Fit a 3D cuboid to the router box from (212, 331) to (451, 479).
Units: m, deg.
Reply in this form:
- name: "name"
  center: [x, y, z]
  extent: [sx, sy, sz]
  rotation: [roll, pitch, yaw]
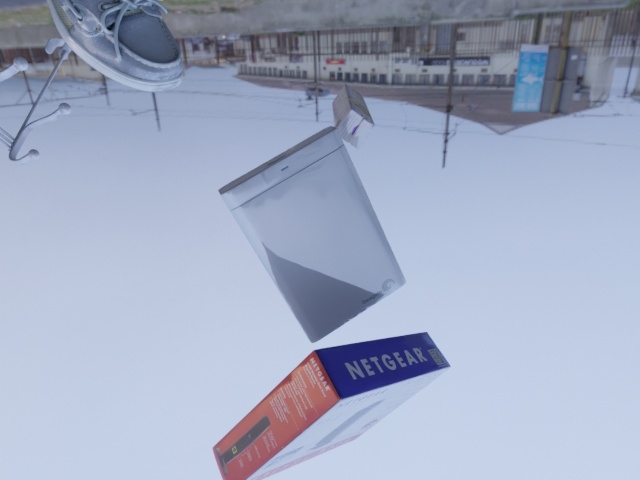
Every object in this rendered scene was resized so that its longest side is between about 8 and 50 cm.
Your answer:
- name: "router box"
  center: [0.028, 0.291, 0.817]
  extent: [0.335, 0.301, 0.082]
  rotation: [5, -136, -48]

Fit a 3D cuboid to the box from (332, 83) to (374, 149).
- name: "box"
  center: [0.070, -0.296, 1.073]
  extent: [0.063, 0.067, 0.324]
  rotation: [31, -158, -15]

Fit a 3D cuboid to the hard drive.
- name: "hard drive"
  center: [0.000, 0.000, 0.871]
  extent: [0.233, 0.353, 0.047]
  rotation: [-32, -154, -8]

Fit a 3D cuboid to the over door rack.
- name: "over door rack"
  center: [-0.547, -0.332, 0.806]
  extent: [0.108, 0.239, 0.324]
  rotation: [-7, -118, 10]

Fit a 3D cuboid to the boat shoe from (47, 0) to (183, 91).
- name: "boat shoe"
  center: [-0.289, -0.331, 0.591]
  extent: [0.118, 0.320, 0.103]
  rotation: [-34, 176, -39]
